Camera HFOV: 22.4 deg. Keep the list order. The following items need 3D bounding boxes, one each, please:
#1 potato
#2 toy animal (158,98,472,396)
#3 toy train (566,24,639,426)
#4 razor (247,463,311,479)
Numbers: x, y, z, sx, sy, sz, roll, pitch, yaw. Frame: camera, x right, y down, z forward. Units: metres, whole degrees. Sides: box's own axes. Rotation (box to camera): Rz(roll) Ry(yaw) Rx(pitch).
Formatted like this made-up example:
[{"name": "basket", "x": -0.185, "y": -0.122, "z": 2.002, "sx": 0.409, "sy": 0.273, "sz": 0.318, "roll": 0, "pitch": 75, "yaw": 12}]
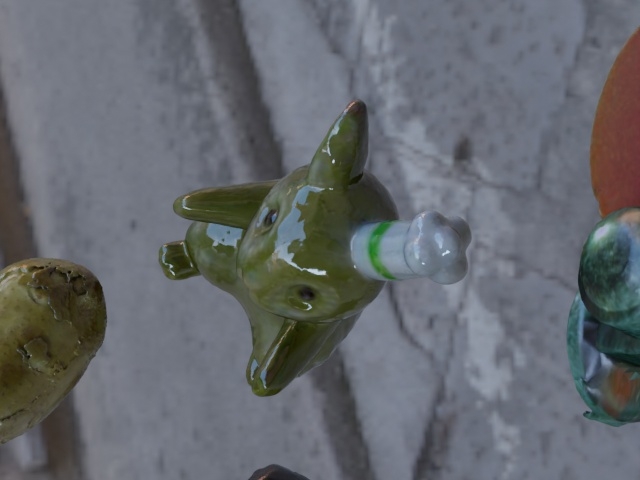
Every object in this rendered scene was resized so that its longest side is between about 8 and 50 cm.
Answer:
[{"name": "potato", "x": -0.235, "y": 0.085, "z": 1.252, "sx": 0.107, "sy": 0.170, "sz": 0.080, "roll": 39, "pitch": 163, "yaw": 15}, {"name": "toy animal", "x": -0.017, "y": 0.010, "z": 1.329, "sx": 0.181, "sy": 0.180, "sz": 0.363, "roll": 60, "pitch": 167, "yaw": 4}, {"name": "toy train", "x": 0.216, "y": 0.007, "z": 0.673, "sx": 0.116, "sy": 0.285, "sz": 0.177, "roll": -3, "pitch": 74, "yaw": 52}, {"name": "razor", "x": 0.031, "y": 0.367, "z": 1.534, "sx": 0.327, "sy": 0.107, "sz": 0.189, "roll": 33, "pitch": 93, "yaw": 19}]
